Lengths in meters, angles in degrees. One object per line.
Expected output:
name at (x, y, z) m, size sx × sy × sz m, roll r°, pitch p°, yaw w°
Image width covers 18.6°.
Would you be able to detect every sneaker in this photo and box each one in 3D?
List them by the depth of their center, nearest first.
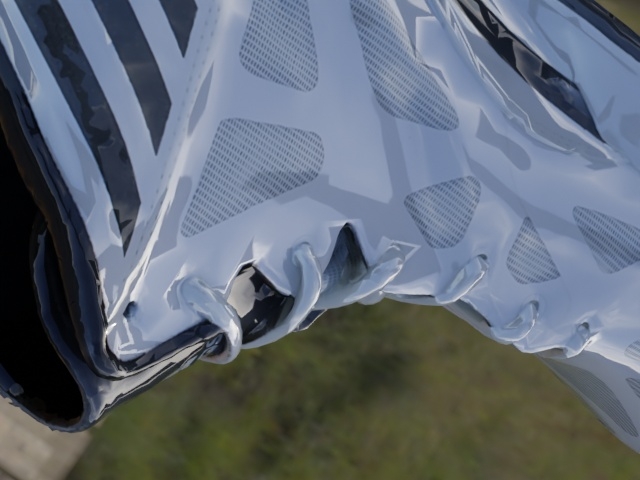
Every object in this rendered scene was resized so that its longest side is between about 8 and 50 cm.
sneaker at (-0.001, 0.000, 0.723) m, size 0.447 × 0.169 × 0.257 m, roll 48°, pitch 64°, yaw -28°
